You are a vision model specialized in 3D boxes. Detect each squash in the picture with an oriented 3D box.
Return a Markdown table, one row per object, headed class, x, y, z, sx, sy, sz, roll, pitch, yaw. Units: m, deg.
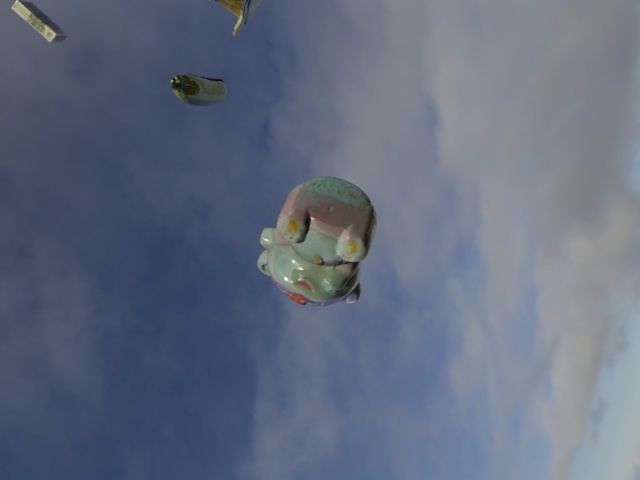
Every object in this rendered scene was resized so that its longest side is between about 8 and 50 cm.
| class | x | y | z | sx | sy | sz | roll | pitch | yaw |
| --- | --- | --- | --- | --- | --- | --- | --- | --- | --- |
| squash | -0.368 | -0.444 | 1.239 | 0.341 | 0.095 | 0.094 | -61 | -27 | -70 |

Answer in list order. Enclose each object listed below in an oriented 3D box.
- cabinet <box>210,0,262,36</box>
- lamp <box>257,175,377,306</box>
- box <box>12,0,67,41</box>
| class | x | y | z | sx | sy | sz | roll | pitch | yaw |
| --- | --- | --- | --- | --- | --- | --- | --- | --- | --- |
| cabinet | -0.258 | -0.813 | 1.159 | 0.290 | 0.227 | 0.317 | 33 | -106 | -11 |
| lamp | 0.000 | 0.000 | 0.882 | 0.301 | 0.248 | 0.247 | 107 | 179 | -51 |
| box | -0.564 | -0.441 | 0.845 | 0.024 | 0.054 | 0.083 | -42 | -67 | 11 |
